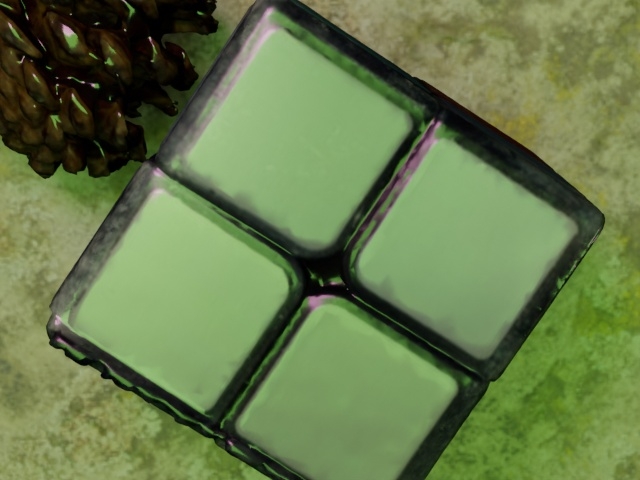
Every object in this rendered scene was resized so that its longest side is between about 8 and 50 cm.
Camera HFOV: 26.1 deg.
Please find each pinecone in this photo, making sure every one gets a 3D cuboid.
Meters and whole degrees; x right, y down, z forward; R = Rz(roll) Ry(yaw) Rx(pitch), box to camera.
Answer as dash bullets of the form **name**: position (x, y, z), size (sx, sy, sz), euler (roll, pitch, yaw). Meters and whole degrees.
- **pinecone**: position (-0.203, -0.175, 1.151), size (0.257, 0.243, 0.243), euler (-24, 99, 0)

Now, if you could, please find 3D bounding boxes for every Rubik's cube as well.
- **Rubik's cube**: position (0.000, 0.000, 1.140), size (0.316, 0.318, 0.313), euler (32, 98, -7)
